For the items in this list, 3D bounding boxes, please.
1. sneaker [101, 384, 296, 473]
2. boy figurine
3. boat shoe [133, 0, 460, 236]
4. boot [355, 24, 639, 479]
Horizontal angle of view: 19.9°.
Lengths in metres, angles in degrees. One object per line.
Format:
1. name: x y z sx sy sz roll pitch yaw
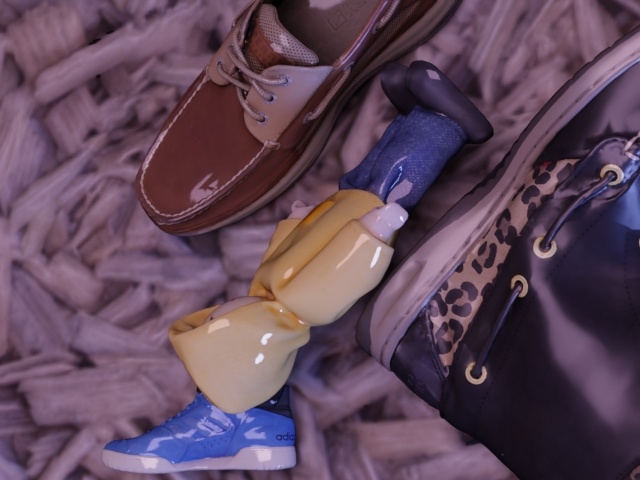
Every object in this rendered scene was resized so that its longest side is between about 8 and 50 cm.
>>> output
1. sneaker: -0.094 0.134 1.398 0.152 0.058 0.084 -3 85 14
2. boy figurine: 0.000 0.000 1.341 0.092 0.177 0.285 44 81 -18
3. boat shoe: -0.031 -0.139 1.395 0.324 0.116 0.123 -48 70 6
4. boot: 0.236 0.036 1.262 0.377 0.138 0.284 -45 69 11
